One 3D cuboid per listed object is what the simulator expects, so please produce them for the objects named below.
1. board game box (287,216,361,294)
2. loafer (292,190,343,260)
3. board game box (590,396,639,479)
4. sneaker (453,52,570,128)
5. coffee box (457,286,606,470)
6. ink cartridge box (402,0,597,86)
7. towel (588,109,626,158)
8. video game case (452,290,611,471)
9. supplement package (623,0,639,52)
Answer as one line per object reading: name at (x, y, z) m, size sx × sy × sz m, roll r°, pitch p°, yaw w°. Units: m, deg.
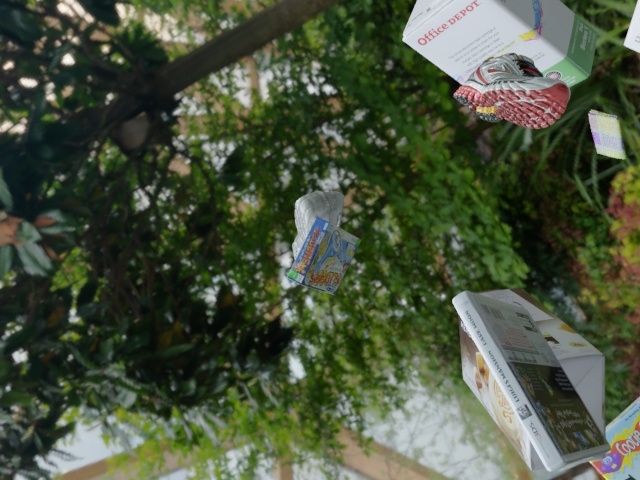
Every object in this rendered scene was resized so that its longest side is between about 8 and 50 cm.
board game box at (0.012, 0.036, 1.544) m, size 0.035 × 0.136 × 0.201 m, roll 26°, pitch -179°, yaw 23°
loafer at (0.000, 0.000, 1.759) m, size 0.319 × 0.112 × 0.112 m, roll 99°, pitch 148°, yaw -58°
board game box at (0.543, 0.370, 1.110) m, size 0.275 × 0.144 × 0.142 m, roll 47°, pitch -169°, yaw 22°
sneaker at (0.261, -0.214, 1.015) m, size 0.088 × 0.092 × 0.225 m, roll 32°, pitch -177°, yaw -23°
coffee box at (0.265, 0.166, 0.973) m, size 0.246 × 0.098 × 0.141 m, roll -118°, pitch 21°, yaw -72°
ink cartridge box at (0.321, -0.369, 1.353) m, size 0.278 × 0.201 × 0.117 m, roll 31°, pitch -118°, yaw -21°
towel at (0.467, -0.172, 1.219) m, size 0.060 × 0.009 × 0.083 m, roll 30°, pitch 151°, yaw 53°
video game case at (0.211, 0.136, 0.738) m, size 0.190 × 0.022 × 0.173 m, roll 18°, pitch -140°, yaw -57°
supplement package at (0.481, -0.227, 0.710) m, size 0.293 × 0.175 × 0.177 m, roll 42°, pitch 146°, yaw 36°
